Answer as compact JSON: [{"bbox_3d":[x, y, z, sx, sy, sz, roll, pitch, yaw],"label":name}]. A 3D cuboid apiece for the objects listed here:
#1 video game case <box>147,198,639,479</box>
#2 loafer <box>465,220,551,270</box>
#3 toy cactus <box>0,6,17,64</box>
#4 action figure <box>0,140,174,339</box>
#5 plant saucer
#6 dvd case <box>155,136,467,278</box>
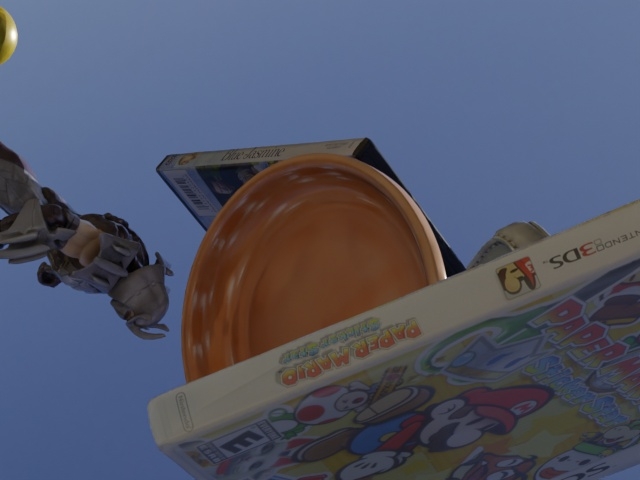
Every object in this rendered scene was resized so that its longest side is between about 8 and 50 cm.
[{"bbox_3d":[0.062,0.076,0.631,0.206,0.227,0.026,-23,-120,6],"label":"video game case"},{"bbox_3d":[0.109,0.122,1.200,0.111,0.319,0.112,-7,-139,-30],"label":"loafer"},{"bbox_3d":[-0.183,-0.065,0.389,0.181,0.112,0.219,1,-179,2],"label":"toy cactus"},{"bbox_3d":[-0.214,-0.022,1.120,0.099,0.285,0.185,-45,165,-10],"label":"action figure"},{"bbox_3d":[-0.001,0.049,0.879,0.200,0.037,0.199,-8,-103,40],"label":"plant saucer"},{"bbox_3d":[0.000,0.000,1.126,0.253,0.180,0.022,0,-135,52],"label":"dvd case"}]
